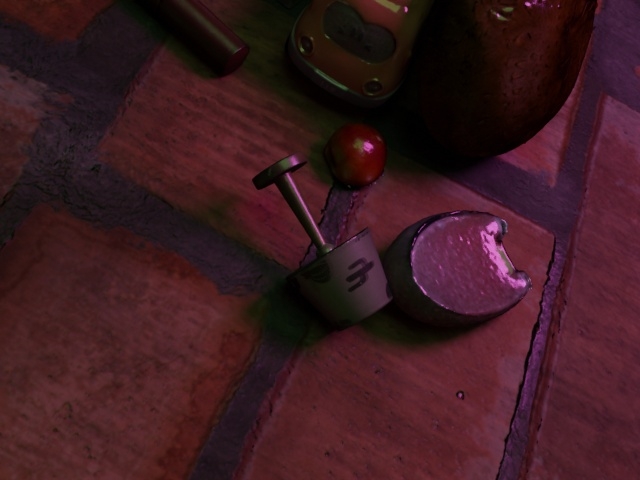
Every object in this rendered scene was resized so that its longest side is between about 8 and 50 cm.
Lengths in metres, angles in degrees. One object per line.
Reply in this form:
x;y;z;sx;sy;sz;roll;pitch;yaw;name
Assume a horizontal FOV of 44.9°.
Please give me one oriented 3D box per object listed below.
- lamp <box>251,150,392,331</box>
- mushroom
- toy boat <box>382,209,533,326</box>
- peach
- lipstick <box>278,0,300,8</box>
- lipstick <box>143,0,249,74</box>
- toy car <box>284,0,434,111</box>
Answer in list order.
0.000;0.000;0.945;0.121;0.121;0.214;-30;90;-31;lamp
0.266;-0.291;1.086;0.239;0.345;0.345;-2;56;23;mushroom
0.172;0.042;1.030;0.227;0.085;0.155;-10;75;-37;toy boat
0.056;-0.125;1.072;0.098;0.061;0.098;7;57;-10;peach
0.001;-0.483;1.058;0.076;0.371;0.080;40;56;4;lipstick
-0.245;-0.370;1.093;0.357;0.057;0.057;43;57;4;lipstick
0.083;-0.336;1.105;0.180;0.212;0.270;32;57;-3;toy car
